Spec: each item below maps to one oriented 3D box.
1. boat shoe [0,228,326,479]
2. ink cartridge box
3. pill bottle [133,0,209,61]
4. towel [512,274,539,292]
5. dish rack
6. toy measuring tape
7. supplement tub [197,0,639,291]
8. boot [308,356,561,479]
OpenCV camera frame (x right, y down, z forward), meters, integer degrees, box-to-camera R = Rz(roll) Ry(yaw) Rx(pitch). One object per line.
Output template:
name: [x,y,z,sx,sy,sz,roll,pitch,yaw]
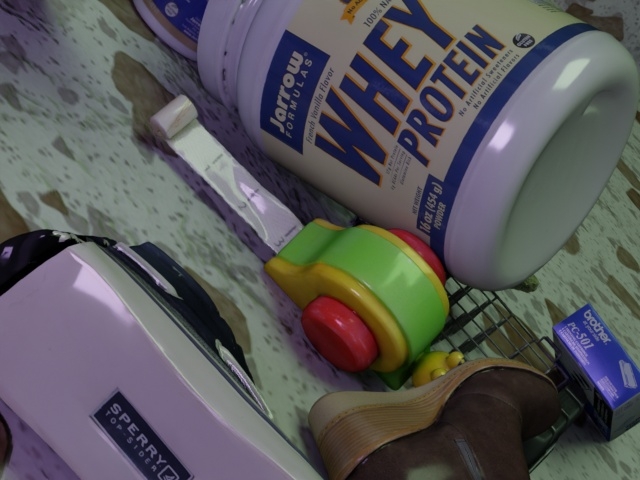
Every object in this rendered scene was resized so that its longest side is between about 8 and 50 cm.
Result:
boat shoe: [-0.050,0.132,0.783,0.340,0.127,0.158,54,13,6]
ink cartridge box: [0.274,0.133,1.358,0.097,0.046,0.207,56,0,19]
pill bottle: [-0.079,-0.266,1.296,0.112,0.187,0.112,39,24,-20]
towel: [0.143,-0.006,1.307,0.148,0.027,0.110,25,29,-42]
dish rack: [0.123,0.084,1.244,0.271,0.074,0.208,50,21,11]
toy measuring tape: [0.000,0.000,1.088,0.330,0.121,0.121,47,22,-1]
supplement tub: [0.078,-0.129,1.183,0.325,0.235,0.235,33,15,25]
boot: [0.126,0.185,1.000,0.248,0.090,0.207,-2,39,-37]
